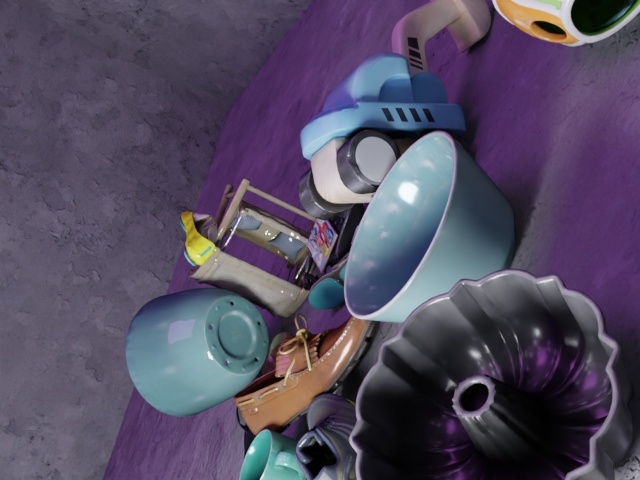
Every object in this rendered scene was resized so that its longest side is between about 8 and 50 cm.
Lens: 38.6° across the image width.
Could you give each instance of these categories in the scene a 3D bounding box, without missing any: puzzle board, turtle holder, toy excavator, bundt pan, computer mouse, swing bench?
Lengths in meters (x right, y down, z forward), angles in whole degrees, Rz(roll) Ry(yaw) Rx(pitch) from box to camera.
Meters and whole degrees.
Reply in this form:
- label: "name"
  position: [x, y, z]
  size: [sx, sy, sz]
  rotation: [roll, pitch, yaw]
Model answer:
- label: "puzzle board"
  position: [0.000, 0.000, 2.007]
  size: [0.096, 0.011, 0.128]
  rotation: [-68, 24, 20]
- label: "turtle holder"
  position: [0.400, -0.418, 1.318]
  size: [0.320, 0.243, 0.227]
  rotation: [-22, 45, 4]
- label: "toy excavator"
  position: [0.157, -0.285, 1.720]
  size: [0.222, 0.432, 0.445]
  rotation: [151, 112, -62]
- label: "bundt pan"
  position: [0.200, 0.202, 1.025]
  size: [0.330, 0.124, 0.331]
  rotation: [-26, 40, 25]
- label: "computer mouse"
  position: [0.034, 0.004, 2.019]
  size: [0.184, 0.060, 0.262]
  rotation: [8, 85, 68]
- label: "swing bench"
  position: [-0.139, 0.025, 2.157]
  size: [0.255, 0.253, 0.165]
  rotation: [-68, 18, -10]

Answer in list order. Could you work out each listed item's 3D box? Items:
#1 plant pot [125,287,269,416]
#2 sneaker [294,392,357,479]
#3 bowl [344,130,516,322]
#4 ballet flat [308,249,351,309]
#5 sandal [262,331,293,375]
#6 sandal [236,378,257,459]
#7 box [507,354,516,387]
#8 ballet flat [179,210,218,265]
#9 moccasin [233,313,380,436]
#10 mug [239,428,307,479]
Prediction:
- label: "plant pot"
  position: [-0.259, 0.238, 2.095]
  size: [0.235, 0.293, 0.293]
  rotation: [-23, 42, 43]
- label: "sneaker"
  position: [0.018, 0.329, 1.485]
  size: [0.111, 0.121, 0.300]
  rotation: [-50, 22, 8]
- label: "bowl"
  position: [0.182, 0.007, 1.405]
  size: [0.311, 0.163, 0.312]
  rotation: [-54, 20, 30]
- label: "ballet flat"
  position: [0.053, 0.072, 1.871]
  size: [0.213, 0.072, 0.068]
  rotation: [-44, 4, 43]
- label: "sandal"
  position: [-0.085, 0.269, 1.944]
  size: [0.120, 0.086, 0.303]
  rotation: [-64, 17, 2]
- label: "sandal"
  position: [-0.151, 0.387, 2.025]
  size: [0.097, 0.054, 0.254]
  rotation: [-58, 18, 20]
- label: "box"
  position: [0.188, 0.296, 1.175]
  size: [0.232, 0.058, 0.322]
  rotation: [-42, 27, 50]
- label: "ballet flat"
  position: [-0.269, -0.018, 2.072]
  size: [0.077, 0.077, 0.231]
  rotation: [-39, 26, 9]
- label: "moccasin"
  position: [-0.032, 0.228, 1.702]
  size: [0.380, 0.147, 0.139]
  rotation: [-45, -2, 40]
- label: "mug"
  position: [-0.076, 0.429, 1.681]
  size: [0.129, 0.097, 0.158]
  rotation: [-63, 18, 3]
